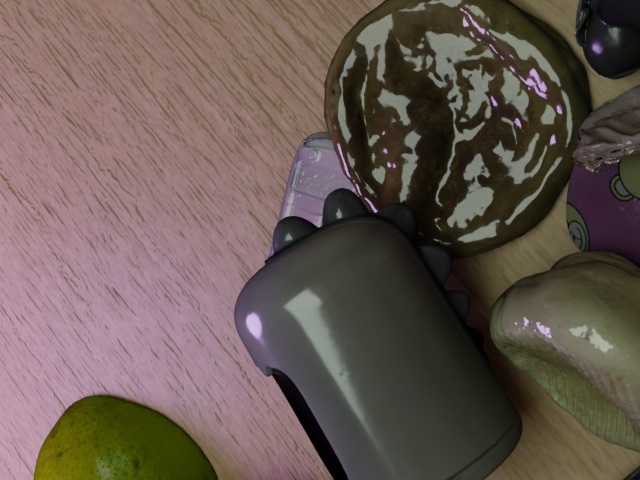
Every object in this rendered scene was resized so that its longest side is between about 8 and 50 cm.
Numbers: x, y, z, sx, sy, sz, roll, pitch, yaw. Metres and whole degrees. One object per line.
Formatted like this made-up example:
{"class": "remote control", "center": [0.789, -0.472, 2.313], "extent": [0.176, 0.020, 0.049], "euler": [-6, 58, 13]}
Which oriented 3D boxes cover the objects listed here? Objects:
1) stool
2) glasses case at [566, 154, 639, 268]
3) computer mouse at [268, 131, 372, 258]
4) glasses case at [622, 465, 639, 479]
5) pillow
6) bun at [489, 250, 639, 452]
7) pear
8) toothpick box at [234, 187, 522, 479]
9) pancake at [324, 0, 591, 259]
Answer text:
{"class": "stool", "center": [0.319, -0.244, 1.005], "extent": [0.139, 0.228, 0.153], "euler": [24, 68, 8]}
{"class": "glasses case", "center": [0.375, -0.018, 1.022], "extent": [0.316, 0.076, 0.123], "euler": [10, 103, 34]}
{"class": "computer mouse", "center": [0.000, 0.000, 1.284], "extent": [0.126, 0.056, 0.245], "euler": [18, 99, 26]}
{"class": "glasses case", "center": [0.339, 0.255, 1.092], "extent": [0.087, 0.065, 0.248], "euler": [46, 118, 13]}
{"class": "pillow", "center": [0.342, -0.125, 0.997], "extent": [0.248, 0.135, 0.049], "euler": [-16, 112, 35]}
{"class": "bun", "center": [0.268, 0.092, 1.047], "extent": [0.231, 0.231, 0.133], "euler": [31, 75, 26]}
{"class": "pear", "center": [-0.309, 0.325, 1.504], "extent": [0.288, 0.139, 0.239], "euler": [-50, 61, 27]}
{"class": "toothpick box", "center": [0.053, 0.107, 1.149], "extent": [0.229, 0.229, 0.316], "euler": [-29, 92, 33]}
{"class": "pancake", "center": [0.135, -0.130, 1.167], "extent": [0.294, 0.049, 0.294], "euler": [3, 96, 23]}
